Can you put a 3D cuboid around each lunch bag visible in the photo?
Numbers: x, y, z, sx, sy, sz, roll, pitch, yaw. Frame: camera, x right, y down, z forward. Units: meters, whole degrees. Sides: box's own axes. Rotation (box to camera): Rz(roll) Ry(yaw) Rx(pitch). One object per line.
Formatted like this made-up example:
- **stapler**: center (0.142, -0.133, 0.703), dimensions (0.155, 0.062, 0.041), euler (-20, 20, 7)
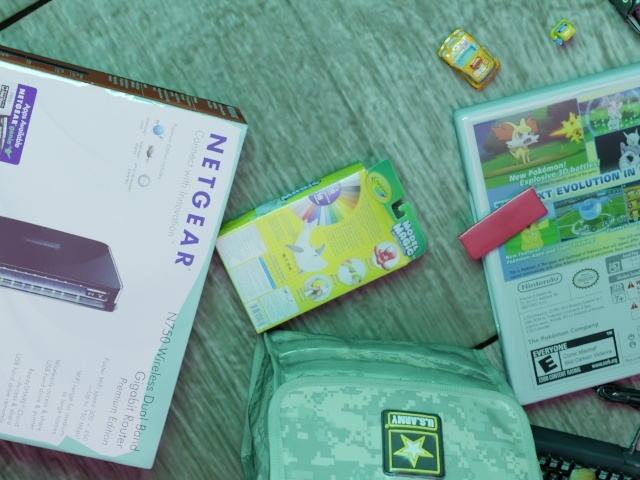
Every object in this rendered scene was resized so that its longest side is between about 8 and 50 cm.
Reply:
- **lunch bag**: center (0.057, 0.192, 1.278), dimensions (0.235, 0.287, 0.169), euler (6, 105, -9)

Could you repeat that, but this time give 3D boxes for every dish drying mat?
- **dish drying mat**: center (0.168, -0.016, 1.345), dimensions (0.083, 0.008, 0.032), euler (-35, 108, 2)

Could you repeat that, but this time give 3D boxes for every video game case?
- **video game case**: center (0.313, -0.021, 1.388), dimensions (0.329, 0.036, 0.300), euler (-15, 108, -3)

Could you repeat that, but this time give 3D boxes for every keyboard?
- **keyboard**: center (0.308, 0.233, 1.462), dimensions (0.317, 0.033, 0.202), euler (14, 103, -13)

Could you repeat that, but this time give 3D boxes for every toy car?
- **toy car**: center (0.170, -0.182, 1.316), dimensions (0.122, 0.040, 0.060), euler (-32, 108, 2)

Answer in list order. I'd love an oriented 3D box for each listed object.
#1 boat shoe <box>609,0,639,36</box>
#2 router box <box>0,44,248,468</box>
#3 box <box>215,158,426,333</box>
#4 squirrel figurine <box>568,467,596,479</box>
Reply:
- **boat shoe**: center (0.287, -0.226, 1.322), dimensions (0.049, 0.042, 0.133), euler (-40, 106, 6)
- **router box**: center (-0.253, 0.008, 1.285), dimensions (0.301, 0.082, 0.336), euler (13, 103, -12)
- **box**: center (0.000, 0.000, 1.343), dimensions (0.179, 0.043, 0.105), euler (-24, 107, 1)
- **squirrel figurine**: center (0.273, 0.390, 1.360), dimensions (0.397, 0.281, 0.370), euler (-8, 122, -24)
